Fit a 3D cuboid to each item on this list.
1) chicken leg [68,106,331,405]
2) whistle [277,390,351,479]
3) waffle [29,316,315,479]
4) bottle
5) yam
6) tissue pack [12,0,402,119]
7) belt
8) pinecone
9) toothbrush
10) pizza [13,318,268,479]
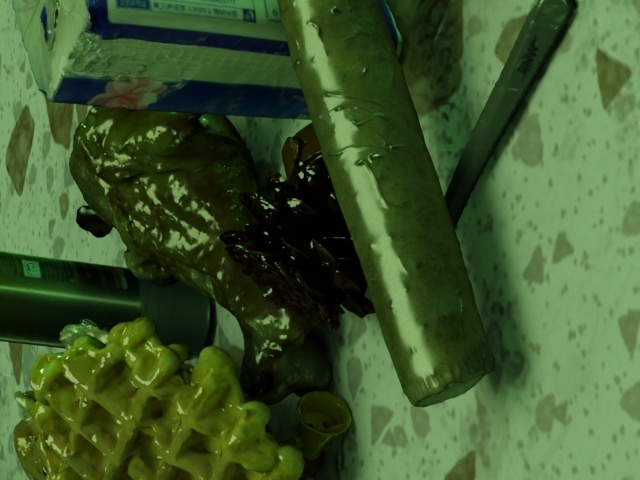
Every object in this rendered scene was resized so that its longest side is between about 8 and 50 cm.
[{"bbox_3d":[-0.098,-0.029,1.662,0.361,0.140,0.212,35,140,46],"label":"chicken leg"},{"bbox_3d":[-0.018,0.177,1.570,0.046,0.057,0.109,38,129,15],"label":"whistle"},{"bbox_3d":[-0.130,0.206,1.590,0.329,0.062,0.329,19,129,26],"label":"waffle"},{"bbox_3d":[-0.241,0.056,1.744,0.082,0.286,0.082,-26,60,58],"label":"bottle"},{"bbox_3d":[0.039,-0.063,1.383,0.083,0.083,0.372,-38,63,55],"label":"yam"},{"bbox_3d":[-0.098,-0.191,1.516,0.137,0.269,0.209,-60,39,39],"label":"tissue pack"},{"bbox_3d":[0.001,-0.066,1.546,0.083,0.059,0.036,-47,48,49],"label":"belt"},{"bbox_3d":[-0.002,-0.001,1.481,0.121,0.140,0.140,-57,24,-16],"label":"pinecone"},{"bbox_3d":[0.110,-0.059,1.379,0.030,0.030,0.297,42,127,23],"label":"toothbrush"},{"bbox_3d":[-0.177,0.191,1.718,0.089,0.223,0.323,-54,3,-42],"label":"pizza"}]
